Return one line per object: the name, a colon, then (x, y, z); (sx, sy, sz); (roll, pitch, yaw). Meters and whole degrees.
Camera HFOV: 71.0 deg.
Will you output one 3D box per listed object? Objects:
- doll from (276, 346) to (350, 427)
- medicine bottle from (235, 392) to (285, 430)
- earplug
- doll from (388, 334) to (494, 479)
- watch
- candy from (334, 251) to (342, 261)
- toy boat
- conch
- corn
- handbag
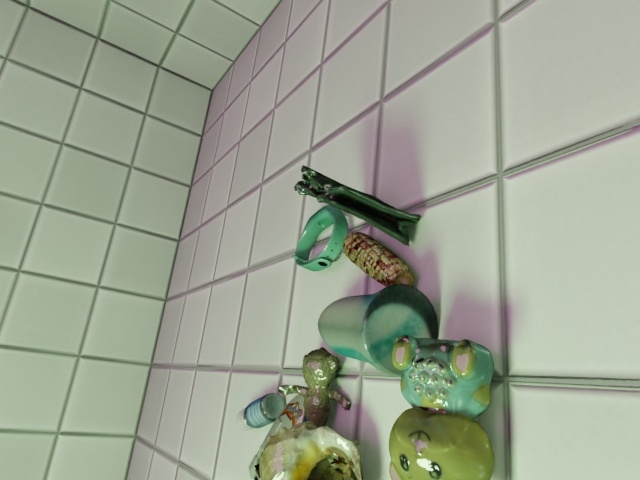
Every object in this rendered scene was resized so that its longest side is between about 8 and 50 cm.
doll: (-0.002, 0.428, 1.146); (0.203, 0.091, 0.285); (-37, 54, 33)
medicine bottle: (-0.191, 0.536, 1.386); (0.203, 0.084, 0.083); (-42, 41, 41)
earplug: (0.092, 0.194, 1.033); (0.324, 0.185, 0.184); (-13, 64, 62)
doll: (0.208, 0.307, 0.776); (0.177, 0.162, 0.260); (-4, 68, 35)
watch: (0.000, 0.000, 1.360); (0.237, 0.068, 0.194); (-31, 43, 50)
candy: (0.040, 0.047, 1.329); (0.083, 0.020, 0.030); (-30, 34, 52)
toy boat: (-0.103, 0.547, 1.232); (0.129, 0.088, 0.295); (29, 92, 58)
conch: (-0.006, 0.545, 0.979); (0.263, 0.186, 0.323); (-31, 45, 25)
corn: (0.138, 0.050, 1.105); (0.253, 0.086, 0.086); (42, 111, 56)
handbag: (0.083, -0.091, 1.094); (0.079, 0.260, 0.247); (-66, 29, 8)
